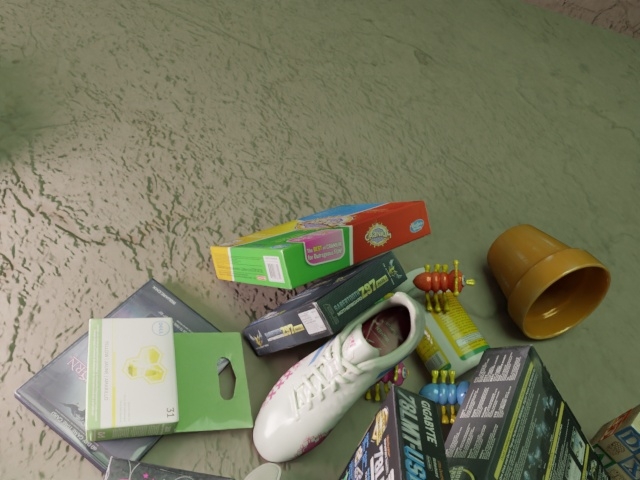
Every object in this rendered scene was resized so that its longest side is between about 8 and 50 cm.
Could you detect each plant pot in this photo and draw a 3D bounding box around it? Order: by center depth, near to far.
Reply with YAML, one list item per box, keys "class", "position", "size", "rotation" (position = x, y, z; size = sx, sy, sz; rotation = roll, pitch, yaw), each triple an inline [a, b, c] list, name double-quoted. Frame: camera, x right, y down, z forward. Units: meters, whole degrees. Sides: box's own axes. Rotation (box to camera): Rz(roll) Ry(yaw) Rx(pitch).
- class: "plant pot"
  position: [0.456, 0.069, 1.218]
  size: [0.205, 0.205, 0.187]
  rotation: [-2, 38, -25]

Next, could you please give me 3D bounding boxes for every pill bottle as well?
- class: "pill bottle"
  position: [0.216, 0.158, 1.077]
  size: [0.118, 0.117, 0.208]
  rotation: [-14, 59, -32]

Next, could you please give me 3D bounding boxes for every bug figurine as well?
- class: "bug figurine"
  position: [0.160, 0.165, 0.985]
  size: [0.217, 0.072, 0.278]
  rotation: [-6, 68, 13]

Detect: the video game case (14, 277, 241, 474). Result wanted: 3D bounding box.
- class: "video game case"
  position: [-0.280, 0.198, 0.889]
  size: [0.196, 0.026, 0.274]
  rotation: [36, 46, 8]

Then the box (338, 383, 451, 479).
- class: "box"
  position: [0.053, 0.361, 0.648]
  size: [0.074, 0.293, 0.295]
  rotation: [24, 17, -5]

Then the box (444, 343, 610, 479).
- class: "box"
  position: [0.288, 0.399, 0.830]
  size: [0.318, 0.097, 0.395]
  rotation: [56, 45, -19]

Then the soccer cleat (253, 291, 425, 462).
- class: "soccer cleat"
  position: [0.022, 0.194, 0.871]
  size: [0.331, 0.143, 0.116]
  rotation: [-41, 69, -10]

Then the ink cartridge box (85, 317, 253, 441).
- class: "ink cartridge box"
  position: [-0.220, 0.199, 0.862]
  size: [0.235, 0.056, 0.171]
  rotation: [1, 52, -20]

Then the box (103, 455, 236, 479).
- class: "box"
  position: [-0.205, 0.403, 0.670]
  size: [0.164, 0.142, 0.247]
  rotation: [16, 48, -12]

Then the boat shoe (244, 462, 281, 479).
- class: "boat shoe"
  position: [-0.095, 0.370, 0.818]
  size: [0.046, 0.038, 0.125]
  rotation: [11, 33, 22]

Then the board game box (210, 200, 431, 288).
- class: "board game box"
  position: [0.000, 0.000, 1.042]
  size: [0.317, 0.242, 0.064]
  rotation: [-20, 102, -36]

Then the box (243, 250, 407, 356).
- class: "box"
  position: [0.003, 0.105, 0.949]
  size: [0.183, 0.233, 0.059]
  rotation: [-29, 91, -38]

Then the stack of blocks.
- class: "stack of blocks"
  position: [0.599, 0.437, 0.978]
  size: [0.087, 0.171, 0.297]
  rotation: [-27, 66, -38]
